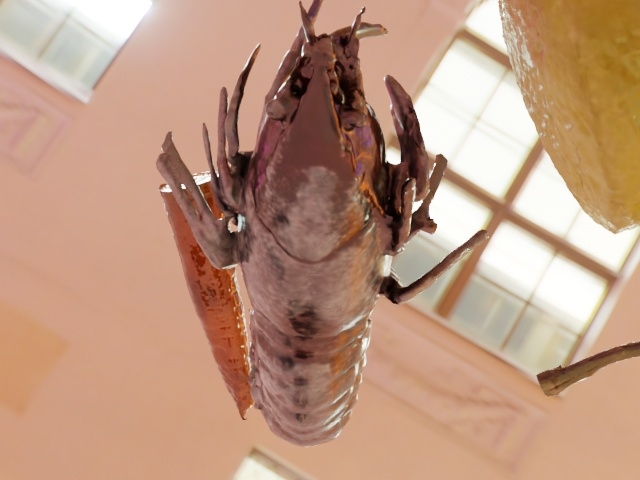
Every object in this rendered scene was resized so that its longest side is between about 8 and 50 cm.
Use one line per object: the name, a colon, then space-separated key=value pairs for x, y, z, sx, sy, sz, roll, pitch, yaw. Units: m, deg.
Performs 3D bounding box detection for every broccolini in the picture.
broccolini: x=0.358 y=0.121 z=1.556 sx=0.071 sy=0.254 sz=0.058 roll=10 pitch=56 yaw=-65

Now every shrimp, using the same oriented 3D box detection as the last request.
shrimp: x=0.000 y=0.000 z=0.968 sx=0.221 sy=0.166 sz=0.411 roll=4 pitch=-55 yaw=0

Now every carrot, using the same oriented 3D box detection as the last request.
carrot: x=-0.085 y=0.049 z=1.238 sx=0.057 sy=0.057 sz=0.224 roll=13 pitch=-57 yaw=49

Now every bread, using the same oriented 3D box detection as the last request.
bread: x=0.342 y=-0.209 z=1.439 sx=0.348 sy=0.307 sz=0.348 roll=-22 pitch=90 yaw=-89
